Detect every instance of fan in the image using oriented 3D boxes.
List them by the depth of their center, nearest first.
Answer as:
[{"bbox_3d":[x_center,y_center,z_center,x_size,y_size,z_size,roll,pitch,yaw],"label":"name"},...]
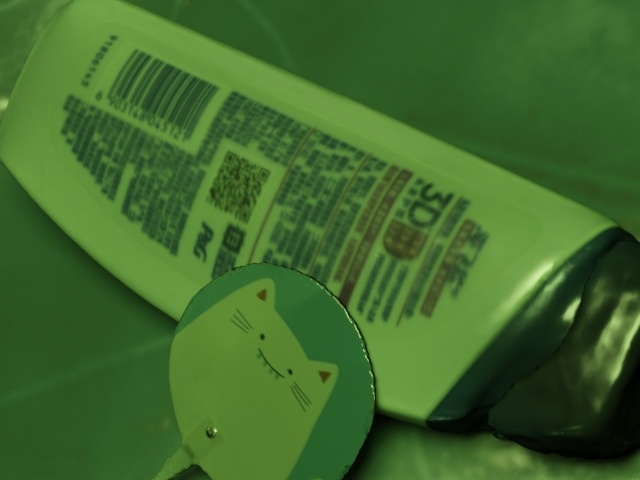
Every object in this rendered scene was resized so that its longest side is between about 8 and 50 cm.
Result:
[{"bbox_3d":[-0.045,0.085,0.913,0.175,0.005,0.113,-43,72,26],"label":"fan"}]

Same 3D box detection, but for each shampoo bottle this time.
[{"bbox_3d":[0.000,0.000,0.930,0.359,0.078,0.134,27,89,29],"label":"shampoo bottle"}]
